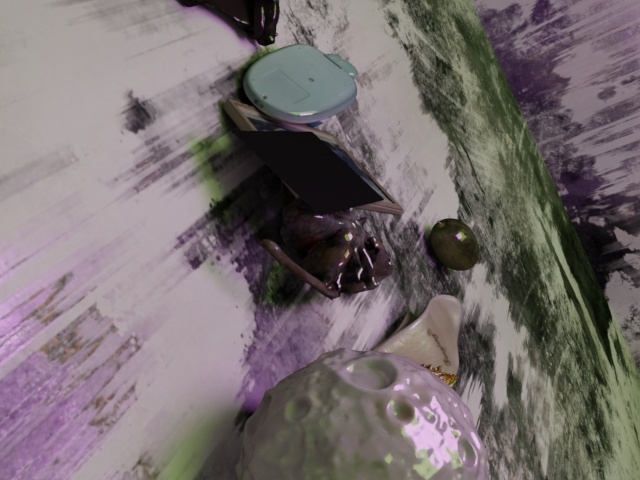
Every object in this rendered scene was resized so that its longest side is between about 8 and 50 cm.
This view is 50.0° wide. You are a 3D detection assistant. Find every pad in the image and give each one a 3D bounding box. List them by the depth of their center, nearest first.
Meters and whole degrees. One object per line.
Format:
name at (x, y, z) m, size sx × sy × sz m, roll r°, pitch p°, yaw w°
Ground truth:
pad at (-0.010, -0.124, 1.185) m, size 0.202 × 0.005 × 0.299 m, roll 44°, pitch 23°, yaw 12°

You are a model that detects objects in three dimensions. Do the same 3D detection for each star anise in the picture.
star anise at (0.000, 0.000, 1.219) m, size 0.359 × 0.139 × 0.316 m, roll 36°, pitch 24°, yaw -37°

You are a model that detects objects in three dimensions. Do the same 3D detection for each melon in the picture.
melon at (0.343, 0.008, 1.758) m, size 0.167 × 0.114 × 0.114 m, roll 52°, pitch 35°, yaw -31°

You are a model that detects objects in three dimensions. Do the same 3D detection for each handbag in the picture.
handbag at (-0.173, -0.518, 1.271) m, size 0.285 × 0.113 × 0.257 m, roll 17°, pitch 67°, yaw -55°

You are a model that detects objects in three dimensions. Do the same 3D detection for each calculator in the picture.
calculator at (-0.027, -0.312, 1.339) m, size 0.184 × 0.042 × 0.295 m, roll 41°, pitch 45°, yaw 11°

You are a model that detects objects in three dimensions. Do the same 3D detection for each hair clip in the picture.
hair clip at (0.219, 0.221, 1.436) m, size 0.173 × 0.113 × 0.282 m, roll 60°, pitch 33°, yaw -15°

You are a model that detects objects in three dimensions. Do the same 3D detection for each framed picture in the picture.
framed picture at (-0.004, -0.147, 1.276) m, size 0.335 × 0.022 × 0.247 m, roll 6°, pitch 39°, yaw -55°

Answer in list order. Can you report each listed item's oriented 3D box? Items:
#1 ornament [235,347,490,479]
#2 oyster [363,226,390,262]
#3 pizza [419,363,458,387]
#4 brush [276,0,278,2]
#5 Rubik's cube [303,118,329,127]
ornament at (0.052, 0.321, 0.902) m, size 0.337 × 0.337 × 0.337 m, roll 35°, pitch 45°, yaw -44°
oyster at (0.104, 0.008, 1.463) m, size 0.132 × 0.029 × 0.086 m, roll 14°, pitch 60°, yaw -52°
pizza at (0.179, 0.297, 1.332) m, size 0.198 × 0.062 × 0.188 m, roll -15°, pitch 92°, yaw -26°
brush at (-0.077, -0.532, 1.303) m, size 0.070 × 0.021 × 0.196 m, roll 49°, pitch 41°, yaw -38°
Rubik's cube at (-0.021, -0.274, 1.392) m, size 0.075 × 0.073 × 0.084 m, roll -16°, pitch 88°, yaw -59°
